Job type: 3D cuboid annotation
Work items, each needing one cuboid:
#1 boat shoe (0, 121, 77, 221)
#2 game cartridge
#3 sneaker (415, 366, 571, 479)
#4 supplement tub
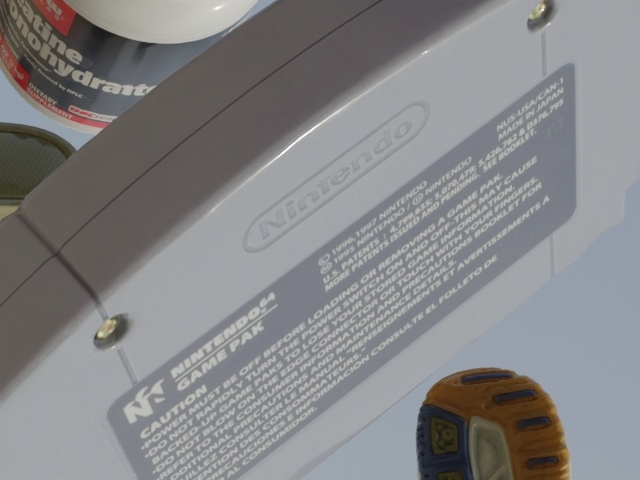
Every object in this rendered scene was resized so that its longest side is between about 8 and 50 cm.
[{"bbox_3d":[-0.290,-0.012,1.007,0.113,0.302,0.103,-97,-162,-49],"label":"boat shoe"},{"bbox_3d":[0.000,0.000,0.618,0.062,0.297,0.198,43,-18,33],"label":"game cartridge"},{"bbox_3d":[0.106,0.226,1.009,0.131,0.111,0.296,86,7,-58],"label":"sneaker"},{"bbox_3d":[-0.141,-0.211,1.337,0.272,0.191,0.191,133,-54,-63],"label":"supplement tub"}]
